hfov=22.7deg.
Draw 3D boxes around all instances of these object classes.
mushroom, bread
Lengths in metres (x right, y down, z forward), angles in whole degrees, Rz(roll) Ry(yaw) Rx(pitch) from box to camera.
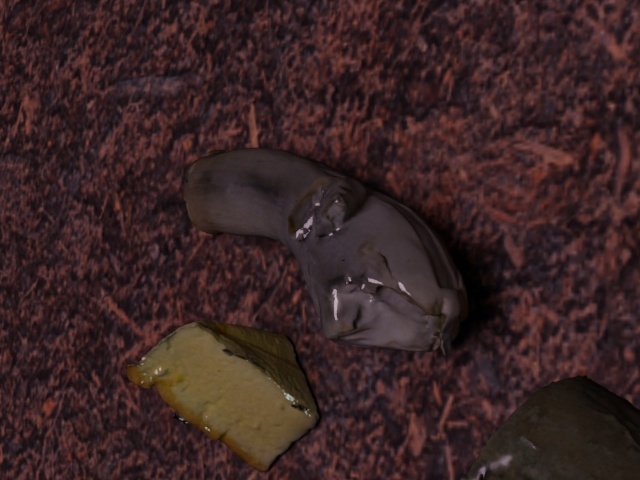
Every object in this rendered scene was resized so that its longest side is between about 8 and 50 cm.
[{"bbox_3d":[0.002,-0.002,1.052,0.278,0.099,0.096,37,98,47],"label":"mushroom"},{"bbox_3d":[-0.066,0.104,1.099,0.084,0.109,0.080,-41,55,31],"label":"bread"}]

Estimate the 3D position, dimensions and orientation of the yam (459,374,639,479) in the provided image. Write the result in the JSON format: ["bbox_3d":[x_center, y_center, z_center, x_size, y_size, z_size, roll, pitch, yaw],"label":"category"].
[{"bbox_3d":[0.183,0.199,0.780,0.268,0.161,0.161,44,117,40],"label":"yam"}]
